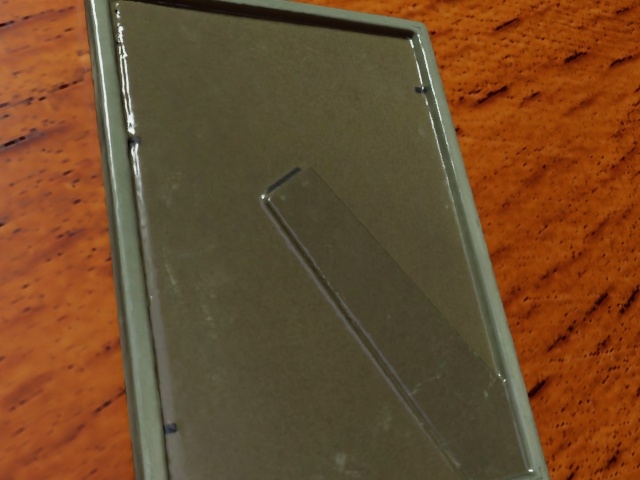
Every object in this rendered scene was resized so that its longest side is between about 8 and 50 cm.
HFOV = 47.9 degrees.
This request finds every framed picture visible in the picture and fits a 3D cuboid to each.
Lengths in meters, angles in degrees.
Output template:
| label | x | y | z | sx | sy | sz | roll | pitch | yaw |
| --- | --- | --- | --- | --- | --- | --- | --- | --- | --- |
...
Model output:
| label | x | y | z | sx | sy | sz | roll | pitch | yaw |
| --- | --- | --- | --- | --- | --- | --- | --- | --- | --- |
| framed picture | 0.000 | 0.000 | 0.410 | 0.241 | 0.020 | 0.324 | -2 | 71 | -31 |
